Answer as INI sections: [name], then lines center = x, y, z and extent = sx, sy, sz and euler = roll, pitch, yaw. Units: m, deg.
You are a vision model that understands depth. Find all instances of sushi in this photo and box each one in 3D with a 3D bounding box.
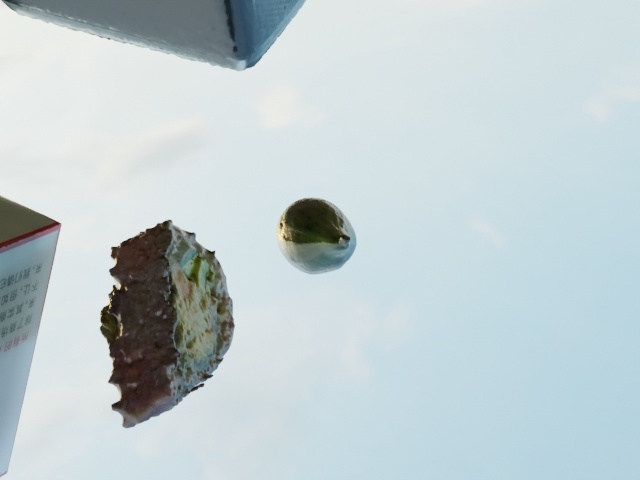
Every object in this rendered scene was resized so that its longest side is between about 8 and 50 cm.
[sushi]
center = -0.161, 0.102, 1.569
extent = 0.107, 0.161, 0.241
euler = -21, -121, 21

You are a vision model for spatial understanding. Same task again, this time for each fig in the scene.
[fig]
center = 0.000, 0.000, 2.014
extent = 0.117, 0.117, 0.177
euler = -15, -166, -9

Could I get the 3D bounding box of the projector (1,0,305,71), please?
[projector]
center = -0.211, -0.442, 1.627
extent = 0.395, 0.405, 0.242
euler = 18, -127, 24

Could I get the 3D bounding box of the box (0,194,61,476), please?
[box]
center = -0.469, 0.089, 1.359
extent = 0.300, 0.312, 0.314
euler = 23, -158, 18
